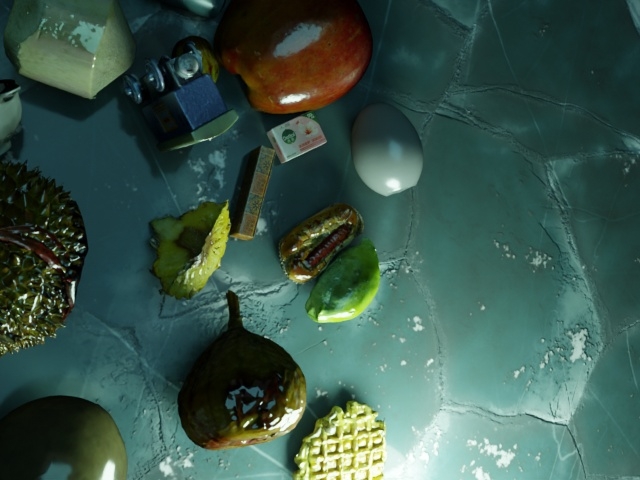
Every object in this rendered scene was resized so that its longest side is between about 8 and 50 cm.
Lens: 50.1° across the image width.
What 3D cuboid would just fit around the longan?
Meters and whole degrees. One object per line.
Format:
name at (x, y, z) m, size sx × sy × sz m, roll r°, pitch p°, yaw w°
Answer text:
longan at (-0.515, 0.452, 1.327) m, size 0.297 × 0.297 × 0.297 m, roll 2°, pitch 86°, yaw -22°

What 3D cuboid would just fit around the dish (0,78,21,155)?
dish at (-0.692, -0.206, 1.320) m, size 0.303 × 0.303 × 0.120 m, roll -31°, pitch 120°, yaw -21°

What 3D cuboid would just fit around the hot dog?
hot dog at (0.000, 0.000, 1.683) m, size 0.253 × 0.069 × 0.131 m, roll -39°, pitch 100°, yaw -21°

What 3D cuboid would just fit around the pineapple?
pineapple at (-0.312, 0.027, 1.549) m, size 0.164 × 0.139 × 0.249 m, roll 11°, pitch 61°, yaw 19°

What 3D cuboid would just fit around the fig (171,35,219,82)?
fig at (-0.280, -0.391, 1.576) m, size 0.109 × 0.103 × 0.154 m, roll -43°, pitch 120°, yaw -63°

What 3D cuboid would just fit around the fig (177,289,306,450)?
fig at (-0.191, 0.276, 1.523) m, size 0.286 × 0.286 × 0.368 m, roll -5°, pitch 56°, yaw -23°

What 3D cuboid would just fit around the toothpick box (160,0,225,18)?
toothpick box at (-0.306, -0.588, 1.570) m, size 0.184 × 0.120 × 0.120 m, roll 17°, pitch 80°, yaw -24°

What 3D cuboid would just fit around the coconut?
coconut at (-0.505, -0.420, 1.417) m, size 0.244 × 0.239 × 0.239 m, roll 17°, pitch 80°, yaw -15°

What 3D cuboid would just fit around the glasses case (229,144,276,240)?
glasses case at (-0.158, -0.111, 1.622) m, size 0.049 × 0.075 × 0.218 m, roll 17°, pitch 80°, yaw -23°

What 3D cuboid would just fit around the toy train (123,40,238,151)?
toy train at (-0.308, -0.296, 1.457) m, size 0.131 × 0.300 × 0.202 m, roll -32°, pitch 107°, yaw -23°

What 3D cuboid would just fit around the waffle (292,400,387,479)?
waffle at (0.064, 0.544, 1.683) m, size 0.280 × 0.060 × 0.262 m, roll -47°, pitch 107°, yaw -17°

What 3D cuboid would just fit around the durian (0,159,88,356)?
durian at (-0.601, 0.045, 1.284) m, size 0.348 × 0.347 × 0.384 m, roll 36°, pitch 36°, yaw -17°

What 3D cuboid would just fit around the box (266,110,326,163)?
box at (-0.058, -0.255, 1.689) m, size 0.125 × 0.043 × 0.089 m, roll -30°, pitch 98°, yaw -22°

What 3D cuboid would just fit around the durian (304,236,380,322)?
durian at (0.070, 0.110, 1.687) m, size 0.250 × 0.101 × 0.139 m, roll -41°, pitch 101°, yaw -19°

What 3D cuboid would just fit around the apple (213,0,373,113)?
apple at (-0.066, -0.481, 1.660) m, size 0.365 × 0.295 × 0.329 m, roll -40°, pitch 59°, yaw -18°

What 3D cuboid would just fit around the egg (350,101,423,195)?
egg at (0.163, -0.231, 1.708) m, size 0.176 × 0.176 × 0.231 m, roll -12°, pitch 84°, yaw -23°
